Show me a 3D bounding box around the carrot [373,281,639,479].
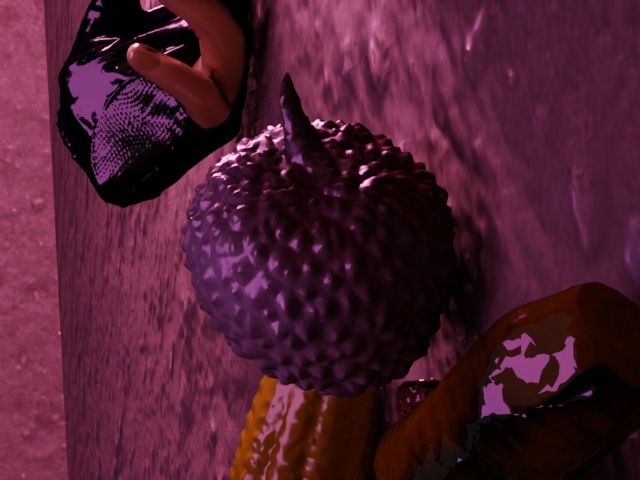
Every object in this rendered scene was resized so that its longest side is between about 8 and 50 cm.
[{"bbox_3d":[0.087,0.087,0.764,0.173,0.082,0.082,-43,48,38],"label":"carrot"}]

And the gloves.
[{"bbox_3d":[-0.136,-0.181,1.422,0.197,0.152,0.301,53,142,26],"label":"gloves"}]

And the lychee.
[{"bbox_3d":[0.000,0.000,0.957,0.165,0.165,0.197,-117,18,-55],"label":"lychee"}]

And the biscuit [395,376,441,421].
[{"bbox_3d":[0.086,0.109,0.905,0.199,0.034,0.064,168,98,-74],"label":"biscuit"}]

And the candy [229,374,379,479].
[{"bbox_3d":[-0.007,0.131,1.133,0.106,0.094,0.199,-111,30,-61],"label":"candy"}]
